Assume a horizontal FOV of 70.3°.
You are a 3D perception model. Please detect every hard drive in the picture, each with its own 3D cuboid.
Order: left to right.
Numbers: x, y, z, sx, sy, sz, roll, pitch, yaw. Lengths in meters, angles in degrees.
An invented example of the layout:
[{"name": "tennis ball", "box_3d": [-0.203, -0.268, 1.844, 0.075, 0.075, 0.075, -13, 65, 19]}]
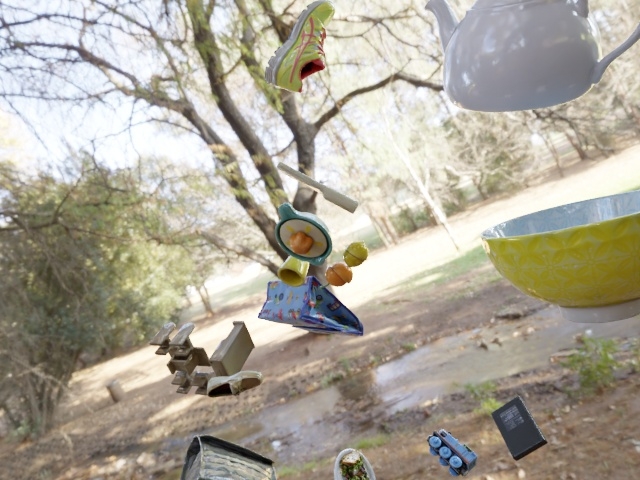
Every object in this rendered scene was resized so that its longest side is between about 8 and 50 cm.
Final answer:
[{"name": "hard drive", "box_3d": [0.515, 0.489, 1.187, 0.094, 0.022, 0.135, -42, 27, 18]}]

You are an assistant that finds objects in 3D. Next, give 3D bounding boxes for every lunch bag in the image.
[{"name": "lunch bag", "box_3d": [-0.248, 0.644, 1.225, 0.169, 0.235, 0.287, -61, 15, -1]}, {"name": "lunch bag", "box_3d": [-0.013, 0.238, 1.467, 0.293, 0.138, 0.220, 33, -28, -34]}]

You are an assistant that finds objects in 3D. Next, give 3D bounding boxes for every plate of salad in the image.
[{"name": "plate of salad", "box_3d": [0.128, 0.823, 1.571, 0.048, 0.200, 0.199, -40, -12, 33]}]

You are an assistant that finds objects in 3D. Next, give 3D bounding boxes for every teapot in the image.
[{"name": "teapot", "box_3d": [0.315, -0.321, 0.713, 0.255, 0.187, 0.253, -8, 28, 5]}]

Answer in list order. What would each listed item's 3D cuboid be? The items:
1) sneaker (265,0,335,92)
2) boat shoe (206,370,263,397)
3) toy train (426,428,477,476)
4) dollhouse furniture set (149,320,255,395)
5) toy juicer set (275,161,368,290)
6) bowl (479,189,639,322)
[{"name": "sneaker", "box_3d": [-0.020, -0.381, 0.912, 0.209, 0.094, 0.081, -58, -9, -3]}, {"name": "boat shoe", "box_3d": [-0.200, 0.342, 1.063, 0.135, 0.050, 0.045, -13, 25, 5]}, {"name": "toy train", "box_3d": [0.478, 0.771, 1.662, 0.105, 0.080, 0.184, -25, 37, -25]}, {"name": "dollhouse furniture set", "box_3d": [-0.351, 0.338, 1.390, 0.241, 0.212, 0.161, -3, 31, 23]}, {"name": "toy juicer set", "box_3d": [0.000, 0.000, 0.993, 0.209, 0.329, 0.090, 13, 45, 13]}, {"name": "bowl", "box_3d": [0.403, 0.030, 0.676, 0.289, 0.156, 0.289, -15, 2, 1]}]
